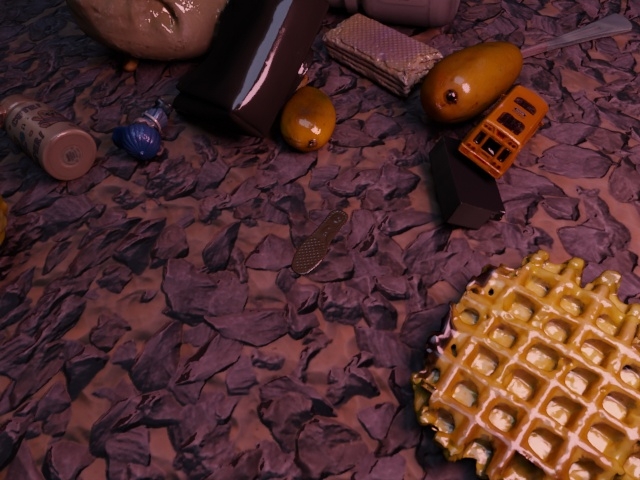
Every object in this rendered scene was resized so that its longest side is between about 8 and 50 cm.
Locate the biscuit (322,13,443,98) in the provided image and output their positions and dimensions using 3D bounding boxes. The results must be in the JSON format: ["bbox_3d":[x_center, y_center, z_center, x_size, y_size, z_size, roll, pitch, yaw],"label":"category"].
[{"bbox_3d":[0.117,-0.368,0.989,0.108,0.062,0.239,-39,59,-19],"label":"biscuit"}]

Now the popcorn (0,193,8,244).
[{"bbox_3d":[-0.609,-0.037,0.727,0.270,0.224,0.258,-13,61,-11],"label":"popcorn"}]

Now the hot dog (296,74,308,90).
[{"bbox_3d":[-0.097,-0.407,1.035,0.083,0.068,0.289,-21,56,-1],"label":"hot dog"}]

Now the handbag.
[{"bbox_3d":[-0.137,-0.335,0.913,0.257,0.113,0.285,21,84,41],"label":"handbag"}]

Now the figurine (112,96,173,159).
[{"bbox_3d":[-0.311,-0.199,0.914,0.079,0.077,0.136,41,44,-8],"label":"figurine"}]

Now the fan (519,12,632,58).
[{"bbox_3d":[0.497,-0.399,0.997,0.282,0.023,0.057,-22,64,-10],"label":"fan"}]

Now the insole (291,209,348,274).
[{"bbox_3d":[0.000,0.000,0.770,0.045,0.002,0.135,26,61,22],"label":"insole"}]

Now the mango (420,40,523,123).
[{"bbox_3d":[0.264,-0.280,0.872,0.253,0.138,0.113,-37,99,-33],"label":"mango"}]

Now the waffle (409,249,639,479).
[{"bbox_3d":[0.264,0.145,0.605,0.307,0.060,0.312,4,55,6],"label":"waffle"}]

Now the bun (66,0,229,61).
[{"bbox_3d":[-0.334,-0.532,1.037,0.362,0.234,0.326,-4,47,-17],"label":"bun"}]

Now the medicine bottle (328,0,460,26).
[{"bbox_3d":[0.140,-0.578,1.024,0.306,0.245,0.245,12,56,15],"label":"medicine bottle"}]

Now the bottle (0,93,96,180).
[{"bbox_3d":[-0.507,-0.194,0.897,0.209,0.097,0.110,32,26,26],"label":"bottle"}]

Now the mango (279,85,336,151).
[{"bbox_3d":[-0.022,-0.226,0.901,0.101,0.066,0.187,0,47,4],"label":"mango"}]

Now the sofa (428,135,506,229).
[{"bbox_3d":[0.224,-0.087,0.783,0.085,0.060,0.147,9,52,-18],"label":"sofa"}]

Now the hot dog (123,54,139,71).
[{"bbox_3d":[-0.404,-0.417,1.095,0.044,0.028,0.137,-24,48,21],"label":"hot dog"}]

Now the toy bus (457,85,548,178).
[{"bbox_3d":[0.296,-0.179,0.786,0.083,0.088,0.194,39,49,8],"label":"toy bus"}]
